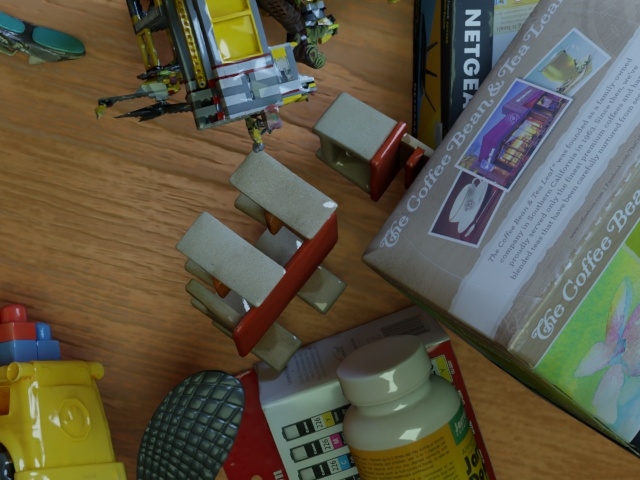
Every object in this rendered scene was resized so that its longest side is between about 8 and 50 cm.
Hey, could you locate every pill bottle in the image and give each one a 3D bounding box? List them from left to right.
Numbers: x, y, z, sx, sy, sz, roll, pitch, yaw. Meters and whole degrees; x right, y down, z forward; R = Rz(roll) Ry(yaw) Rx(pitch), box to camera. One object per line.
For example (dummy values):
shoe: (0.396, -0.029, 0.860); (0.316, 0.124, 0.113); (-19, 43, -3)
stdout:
pill bottle: (0.090, 0.200, 1.302); (0.117, 0.117, 0.208); (-22, 106, -2)

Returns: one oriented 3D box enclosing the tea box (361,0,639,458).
tea box: (0.276, -0.009, 1.250); (0.323, 0.220, 0.329); (36, 88, -40)

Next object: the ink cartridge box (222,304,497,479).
ink cartridge box: (0.044, 0.263, 1.442); (0.272, 0.130, 0.309); (-20, 106, -1)

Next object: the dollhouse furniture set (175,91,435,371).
dollhouse furniture set: (0.000, 0.000, 1.291); (0.135, 0.262, 0.259); (35, 77, 13)

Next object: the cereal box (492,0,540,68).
cereal box: (0.246, -0.152, 1.383); (0.173, 0.047, 0.240); (-7, 115, -2)

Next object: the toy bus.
toy bus: (-0.317, 0.176, 1.358); (0.220, 0.149, 0.211); (-17, 78, 36)

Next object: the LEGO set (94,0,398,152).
LEGO set: (-0.043, -0.181, 1.209); (0.255, 0.331, 0.192); (-17, 95, -29)

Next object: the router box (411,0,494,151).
router box: (0.128, -0.175, 1.341); (0.046, 0.133, 0.179); (-3, 104, -11)

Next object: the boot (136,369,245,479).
boot: (-0.140, 0.224, 1.394); (0.083, 0.161, 0.246); (24, 102, 0)

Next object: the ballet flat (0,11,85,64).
ballet flat: (-0.287, -0.194, 1.333); (0.114, 0.041, 0.041); (20, 100, -12)
